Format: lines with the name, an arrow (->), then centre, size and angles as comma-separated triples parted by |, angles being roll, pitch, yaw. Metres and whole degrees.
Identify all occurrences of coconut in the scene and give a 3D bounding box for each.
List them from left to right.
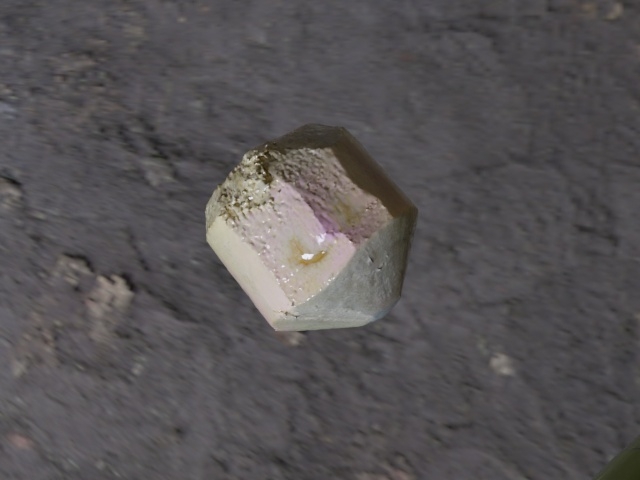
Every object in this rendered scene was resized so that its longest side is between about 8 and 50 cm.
coconut -> 0.000, 0.000, 1.203 | 0.116, 0.116, 0.122 | -39, 76, -13

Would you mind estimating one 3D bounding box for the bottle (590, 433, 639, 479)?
bottle -> 0.164, 0.215, 1.162 | 0.260, 0.112, 0.112 | -40, 107, -25
